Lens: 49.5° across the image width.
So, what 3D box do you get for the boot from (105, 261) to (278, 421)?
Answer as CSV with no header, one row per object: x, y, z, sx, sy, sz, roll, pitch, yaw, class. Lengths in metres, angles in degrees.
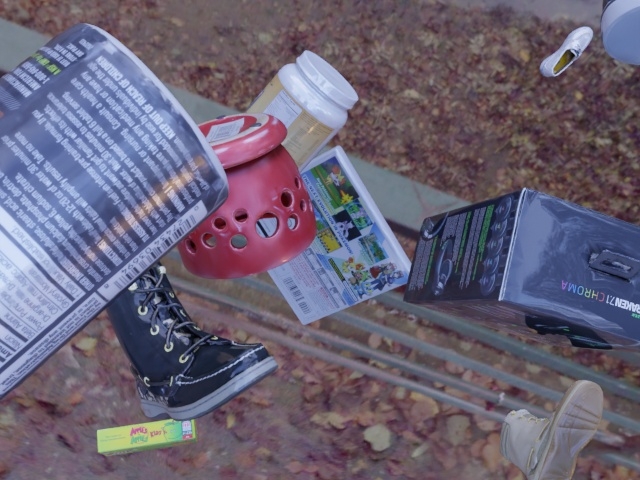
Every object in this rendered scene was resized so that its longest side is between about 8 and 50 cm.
-0.150,0.083,0.690,0.085,0.236,0.178,-25,91,-38,boot

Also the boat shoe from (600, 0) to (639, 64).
0.401,-0.245,0.595,0.113,0.306,0.104,32,58,-39,boat shoe

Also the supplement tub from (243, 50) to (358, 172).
-0.045,-0.212,1.204,0.144,0.144,0.199,47,111,6,supplement tub

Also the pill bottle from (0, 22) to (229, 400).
-0.180,0.006,0.373,0.246,0.130,0.130,-43,84,-13,pill bottle

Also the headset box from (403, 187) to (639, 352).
0.278,0.047,0.864,0.247,0.283,0.131,17,81,-13,headset box

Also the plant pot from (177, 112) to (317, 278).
-0.115,-0.066,0.919,0.191,0.191,0.174,-25,116,-20,plant pot

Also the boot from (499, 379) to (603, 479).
0.490,0.396,1.501,0.095,0.203,0.261,18,96,-13,boot

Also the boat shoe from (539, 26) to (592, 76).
0.382,-0.286,1.058,0.100,0.035,0.035,-40,119,-2,boat shoe

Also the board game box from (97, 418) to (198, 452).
-0.335,0.384,1.361,0.182,0.092,0.043,-6,70,-9,board game box

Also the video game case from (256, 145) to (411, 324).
0.000,0.000,1.506,0.329,0.300,0.036,58,27,-13,video game case
